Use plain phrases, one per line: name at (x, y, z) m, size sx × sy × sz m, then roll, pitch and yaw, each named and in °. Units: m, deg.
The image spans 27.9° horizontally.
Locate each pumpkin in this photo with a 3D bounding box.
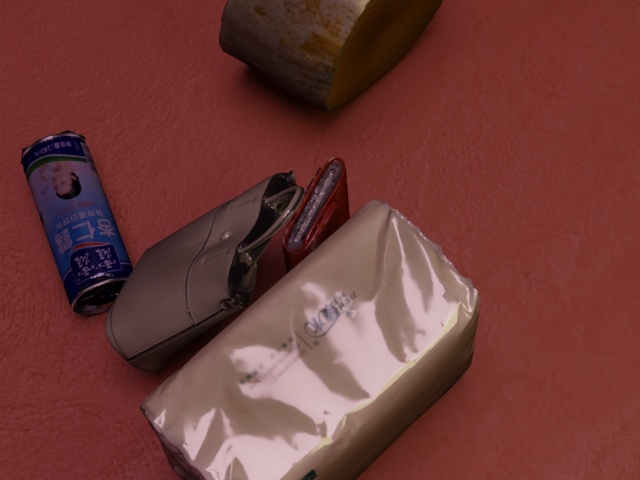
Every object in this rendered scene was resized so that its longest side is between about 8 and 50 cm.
pumpkin at (0.039, -0.337, 1.733) m, size 0.199 × 0.332 × 0.332 m, roll 35°, pitch 72°, yaw 8°

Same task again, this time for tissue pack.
tissue pack at (-0.004, 0.170, 1.513) m, size 0.380 × 0.297 × 0.207 m, roll -42°, pitch 71°, yaw -14°

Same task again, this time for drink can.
drink can at (-0.322, -0.025, 1.714) m, size 0.097 × 0.097 × 0.235 m, roll -20°, pitch 69°, yaw -7°

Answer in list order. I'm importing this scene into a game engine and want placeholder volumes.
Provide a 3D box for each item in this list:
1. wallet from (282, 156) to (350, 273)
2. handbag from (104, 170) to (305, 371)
wallet at (0.000, 0.000, 1.636) m, size 0.045 × 0.204 × 0.142 m, roll 24°, pitch 68°, yaw 13°
handbag at (-0.112, 0.031, 1.564) m, size 0.109 × 0.315 × 0.241 m, roll 46°, pitch 38°, yaw -21°
